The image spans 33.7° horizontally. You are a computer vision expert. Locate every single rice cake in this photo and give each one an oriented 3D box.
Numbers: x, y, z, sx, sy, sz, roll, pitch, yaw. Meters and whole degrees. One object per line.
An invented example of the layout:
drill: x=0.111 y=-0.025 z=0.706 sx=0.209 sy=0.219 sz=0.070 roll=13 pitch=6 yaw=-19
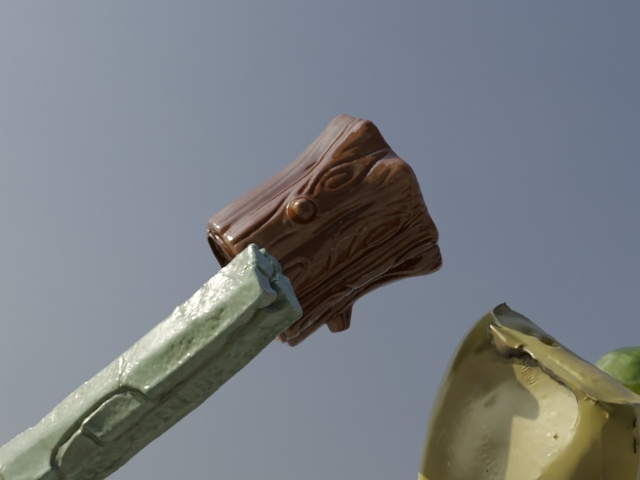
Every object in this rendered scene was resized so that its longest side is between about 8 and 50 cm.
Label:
rice cake: x=-0.156 y=0.131 z=0.828 sx=0.336 sy=0.066 sz=0.063 roll=-41 pitch=-43 yaw=10

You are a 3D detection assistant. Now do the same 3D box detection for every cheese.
cheese: x=0.201 y=0.249 z=1.098 sx=0.128 sy=0.316 sz=0.259 roll=14 pitch=14 yaw=-30

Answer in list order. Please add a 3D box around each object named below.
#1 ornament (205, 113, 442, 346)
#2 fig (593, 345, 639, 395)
ornament: x=0.000 y=0.000 z=1.240 sx=0.221 sy=0.217 sz=0.235 roll=58 pitch=-12 yaw=-14
fig: x=0.425 y=0.290 z=1.484 sx=0.206 sy=0.206 sz=0.275 roll=18 pitch=-56 yaw=-7
